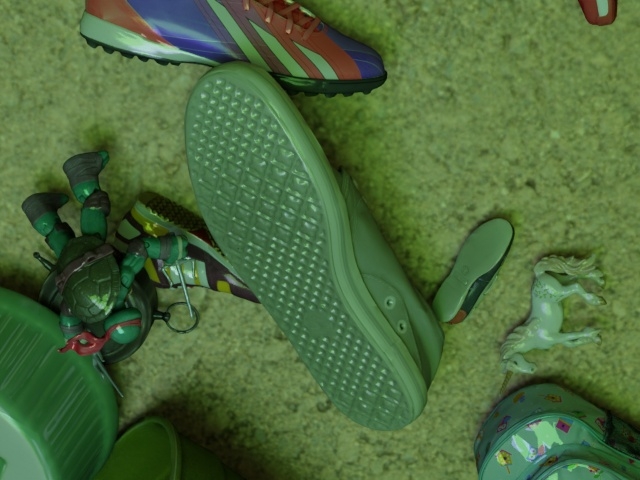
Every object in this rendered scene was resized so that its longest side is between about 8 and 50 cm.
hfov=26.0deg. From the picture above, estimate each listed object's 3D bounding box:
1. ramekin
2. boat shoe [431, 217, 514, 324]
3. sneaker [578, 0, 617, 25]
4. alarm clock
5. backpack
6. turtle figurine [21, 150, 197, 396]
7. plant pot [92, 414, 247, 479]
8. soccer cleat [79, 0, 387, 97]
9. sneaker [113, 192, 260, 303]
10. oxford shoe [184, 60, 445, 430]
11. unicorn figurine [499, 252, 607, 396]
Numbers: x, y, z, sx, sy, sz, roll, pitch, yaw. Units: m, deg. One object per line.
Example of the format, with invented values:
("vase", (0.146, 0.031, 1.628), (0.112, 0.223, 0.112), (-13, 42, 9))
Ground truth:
("ramekin", (-0.390, 0.210, 1.530), (0.303, 0.148, 0.303), (6, 121, 11))
("boat shoe", (0.172, 0.035, 1.517), (0.043, 0.049, 0.137), (12, 116, -47))
("sneaker", (0.212, -0.307, 1.374), (0.128, 0.087, 0.221), (-15, 97, 18))
("alarm clock", (-0.231, 0.078, 1.552), (0.192, 0.064, 0.129), (6, 111, -2))
("backpack", (0.267, 0.258, 1.543), (0.188, 0.144, 0.166), (36, 114, -6))
("turtle figurine", (-0.223, 0.032, 1.444), (0.175, 0.118, 0.234), (-31, 71, 10))
("plant pot", (-0.110, 0.434, 1.550), (0.353, 0.366, 0.366), (29, 110, -20))
("soccer cleat", (-0.082, -0.224, 1.405), (0.318, 0.108, 0.116), (13, 107, 2))
("sneaker", (-0.138, 0.027, 1.524), (0.185, 0.069, 0.084), (34, 112, 0))
("oxford shoe", (0.000, 0.000, 1.453), (0.169, 0.130, 0.449), (-7, 123, 40))
("unicorn figurine", (0.255, 0.090, 1.529), (0.111, 0.060, 0.162), (3, 95, 3))
